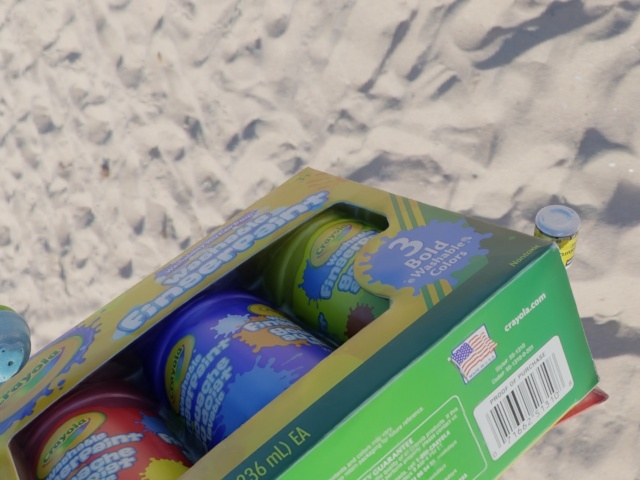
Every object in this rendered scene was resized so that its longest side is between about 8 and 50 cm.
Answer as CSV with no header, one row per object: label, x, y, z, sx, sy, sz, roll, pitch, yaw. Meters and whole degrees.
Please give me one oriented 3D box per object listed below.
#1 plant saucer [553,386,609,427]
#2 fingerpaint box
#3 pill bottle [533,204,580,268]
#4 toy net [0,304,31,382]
plant saucer,0.190,0.208,0.955,0.259,0.259,0.047,-44,36,36
fingerpaint box,-0.060,0.136,0.645,0.371,0.445,0.163,25,147,56
pill bottle,0.358,0.008,1.124,0.065,0.065,0.116,37,149,36
toy net,-0.315,0.074,0.539,0.045,0.232,0.122,27,74,34
